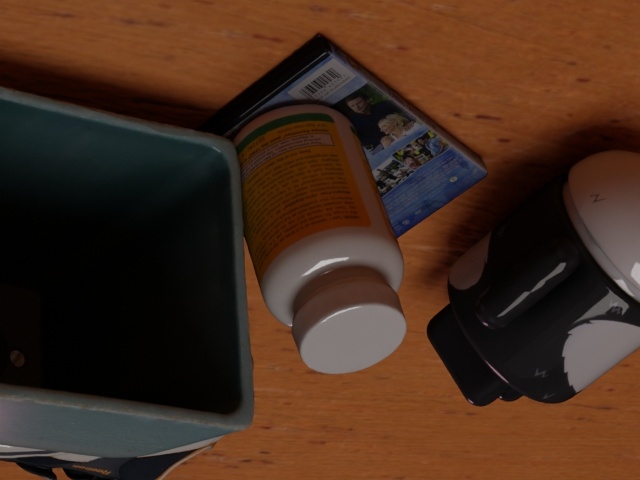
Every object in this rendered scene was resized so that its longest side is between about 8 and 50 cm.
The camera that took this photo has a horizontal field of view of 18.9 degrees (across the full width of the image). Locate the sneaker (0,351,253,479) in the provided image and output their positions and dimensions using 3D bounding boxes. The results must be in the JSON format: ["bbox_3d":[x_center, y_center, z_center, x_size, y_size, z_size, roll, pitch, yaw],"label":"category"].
[{"bbox_3d":[-0.221,0.169,1.767,0.321,0.126,0.127,-4,134,-22],"label":"sneaker"}]

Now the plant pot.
[{"bbox_3d":[-0.229,0.055,1.539,0.247,0.247,0.252,12,153,-35],"label":"plant pot"}]

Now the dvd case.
[{"bbox_3d":[0.007,-0.065,1.667,0.180,0.022,0.253,-35,140,20],"label":"dvd case"}]

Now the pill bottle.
[{"bbox_3d":[0.000,0.000,1.552,0.118,0.208,0.117,-12,142,-9],"label":"pill bottle"}]

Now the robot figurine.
[{"bbox_3d":[0.232,0.042,1.768,0.173,0.209,0.278,41,117,-16],"label":"robot figurine"}]
